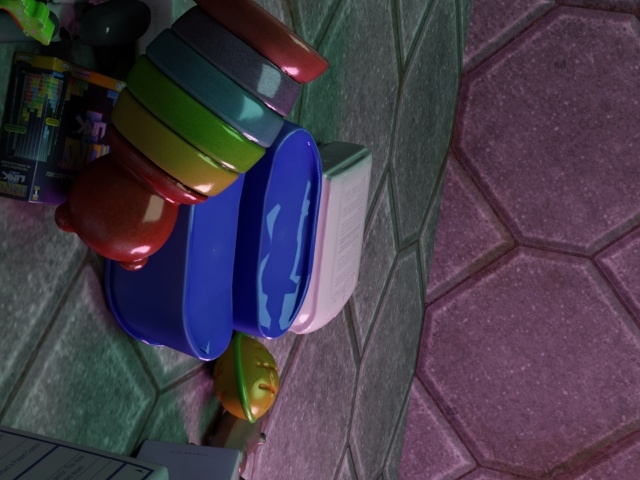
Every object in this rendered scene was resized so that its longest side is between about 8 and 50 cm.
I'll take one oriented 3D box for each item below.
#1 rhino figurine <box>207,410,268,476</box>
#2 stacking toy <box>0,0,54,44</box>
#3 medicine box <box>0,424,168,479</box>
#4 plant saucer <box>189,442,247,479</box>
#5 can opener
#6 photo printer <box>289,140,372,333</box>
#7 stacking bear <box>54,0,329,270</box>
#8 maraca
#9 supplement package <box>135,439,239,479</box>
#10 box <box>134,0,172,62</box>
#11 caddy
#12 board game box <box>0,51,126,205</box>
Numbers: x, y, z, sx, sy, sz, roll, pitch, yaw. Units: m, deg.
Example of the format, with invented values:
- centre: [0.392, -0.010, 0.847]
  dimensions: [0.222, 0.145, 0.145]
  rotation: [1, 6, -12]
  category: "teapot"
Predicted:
- centre: [-0.119, 0.285, 1.782]
  dimensions: [0.106, 0.073, 0.243]
  rotation: [86, 21, -48]
  category: "rhino figurine"
- centre: [-0.263, -0.282, 0.856]
  dimensions: [0.221, 0.052, 0.167]
  rotation: [52, 39, -49]
  category: "stacking toy"
- centre: [-0.296, 0.251, 0.803]
  dimensions: [0.263, 0.289, 0.149]
  rotation: [-36, 133, -66]
  category: "medicine box"
- centre: [-0.148, 0.420, 1.631]
  dimensions: [0.045, 0.188, 0.188]
  rotation: [-22, 125, -40]
  category: "plant saucer"
- centre: [-0.244, -0.214, 1.010]
  dimensions: [0.283, 0.095, 0.076]
  rotation: [-37, 135, -70]
  category: "can opener"
- centre: [0.000, 0.000, 1.925]
  dimensions: [0.256, 0.107, 0.307]
  rotation: [-39, 138, -64]
  category: "photo printer"
- centre: [-0.139, -0.106, 1.087]
  dimensions: [0.175, 0.164, 0.289]
  rotation: [33, 98, -35]
  category: "stacking bear"
- centre: [-0.115, 0.197, 1.707]
  dimensions: [0.185, 0.099, 0.127]
  rotation: [-97, 178, -55]
  category: "maraca"
- centre: [-0.185, 0.411, 1.492]
  dimensions: [0.134, 0.139, 0.244]
  rotation: [-75, 168, -63]
  category: "supplement package"
- centre: [-0.184, -0.241, 1.212]
  dimensions: [0.109, 0.042, 0.178]
  rotation: [-112, -157, -64]
  category: "box"
- centre: [-0.140, -0.020, 1.349]
  dimensions: [0.241, 0.179, 0.341]
  rotation: [-13, 116, -46]
  category: "caddy"
- centre: [-0.256, -0.105, 1.125]
  dimensions: [0.170, 0.048, 0.141]
  rotation: [3, 97, -73]
  category: "board game box"
